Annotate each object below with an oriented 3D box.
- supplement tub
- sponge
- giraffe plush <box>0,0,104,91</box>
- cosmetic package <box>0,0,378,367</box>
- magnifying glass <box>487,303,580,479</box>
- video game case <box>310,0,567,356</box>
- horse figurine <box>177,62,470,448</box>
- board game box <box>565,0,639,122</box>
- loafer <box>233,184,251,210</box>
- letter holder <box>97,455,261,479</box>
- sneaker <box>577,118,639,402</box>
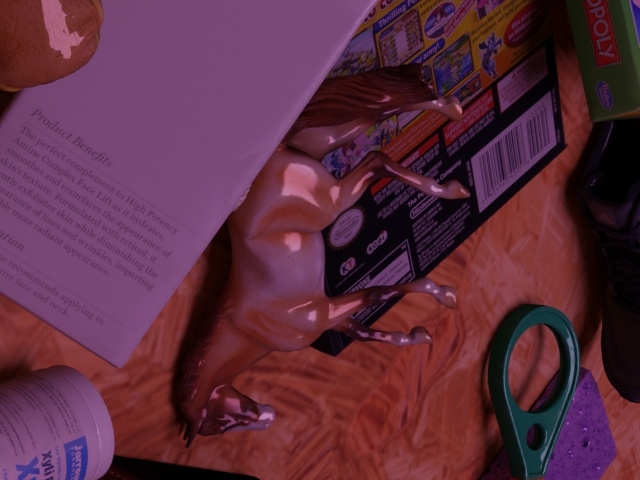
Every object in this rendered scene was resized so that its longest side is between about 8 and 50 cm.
[{"bbox_3d":[-0.169,0.112,0.818,0.107,0.071,0.071,-20,121,-44],"label":"supplement tub"},{"bbox_3d":[0.176,0.216,1.322,0.210,0.031,0.117,-48,136,-25],"label":"sponge"},{"bbox_3d":[-0.185,-0.140,0.612,0.210,0.181,0.170,-60,137,-41],"label":"giraffe plush"},{"bbox_3d":[-0.078,-0.068,0.748,0.117,0.085,0.231,35,99,-11],"label":"cosmetic package"},{"bbox_3d":[0.168,0.166,1.259,0.092,0.026,0.231,0,93,-40],"label":"magnifying glass"},{"bbox_3d":[0.064,-0.098,1.042,0.275,0.035,0.248,-40,134,-32],"label":"video game case"},{"bbox_3d":[0.000,0.000,0.937,0.174,0.066,0.263,-5,126,-14],"label":"horse figurine"},{"bbox_3d":[0.275,-0.201,1.166,0.317,0.046,0.213,-9,86,-51],"label":"board game box"},{"bbox_3d":[-0.042,-0.125,0.831,0.102,0.092,0.268,5,104,-28],"label":"loafer"},{"bbox_3d":[-0.013,0.282,0.896,0.152,0.302,0.214,20,90,-53],"label":"letter holder"},{"bbox_3d":[0.258,-0.010,1.277,0.121,0.111,0.300,-9,106,-42],"label":"sneaker"}]
